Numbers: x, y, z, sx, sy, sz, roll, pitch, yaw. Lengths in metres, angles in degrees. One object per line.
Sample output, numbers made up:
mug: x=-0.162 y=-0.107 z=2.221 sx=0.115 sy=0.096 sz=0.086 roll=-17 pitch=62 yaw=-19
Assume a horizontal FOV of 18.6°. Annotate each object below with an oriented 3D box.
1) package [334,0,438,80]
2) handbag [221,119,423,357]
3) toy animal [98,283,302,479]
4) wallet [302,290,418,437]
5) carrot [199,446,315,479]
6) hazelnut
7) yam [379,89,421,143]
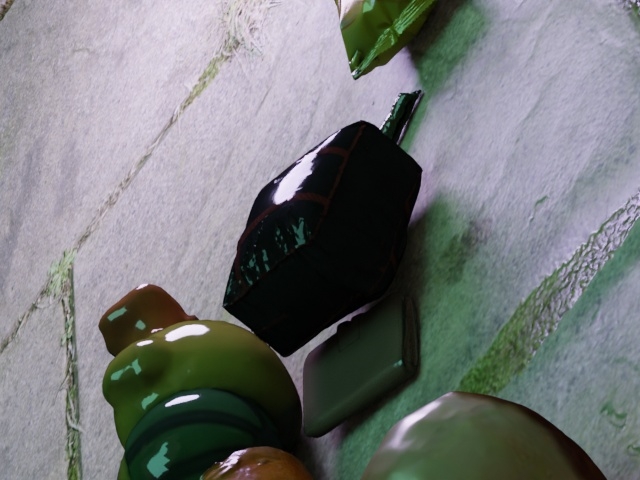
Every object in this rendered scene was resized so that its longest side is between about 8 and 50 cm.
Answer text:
package: x=0.076 y=-0.290 z=2.234 sx=0.168 sy=0.090 sz=0.226 roll=-51 pitch=26 yaw=21
handbag: x=0.000 y=0.000 z=2.018 sx=0.169 sy=0.155 sz=0.215 roll=-32 pitch=23 yaw=38
toy animal: x=-0.115 y=0.193 z=2.028 sx=0.191 sy=0.216 sz=0.338 roll=-28 pitch=33 yaw=9
wallet: x=0.040 y=0.125 z=1.975 sx=0.152 sy=0.039 sz=0.118 roll=-38 pitch=36 yaw=35
carrot: x=-0.029 y=0.306 z=1.805 sx=0.159 sy=0.159 sz=0.225 roll=-62 pitch=28 yaw=4
hazelnut: x=0.133 y=0.252 z=1.504 sx=0.261 sy=0.241 sz=0.261 roll=-177 pitch=90 yaw=-85
yam: x=0.071 y=-0.112 z=2.151 sx=0.129 sy=0.027 sz=0.033 roll=-64 pitch=27 yaw=-3
